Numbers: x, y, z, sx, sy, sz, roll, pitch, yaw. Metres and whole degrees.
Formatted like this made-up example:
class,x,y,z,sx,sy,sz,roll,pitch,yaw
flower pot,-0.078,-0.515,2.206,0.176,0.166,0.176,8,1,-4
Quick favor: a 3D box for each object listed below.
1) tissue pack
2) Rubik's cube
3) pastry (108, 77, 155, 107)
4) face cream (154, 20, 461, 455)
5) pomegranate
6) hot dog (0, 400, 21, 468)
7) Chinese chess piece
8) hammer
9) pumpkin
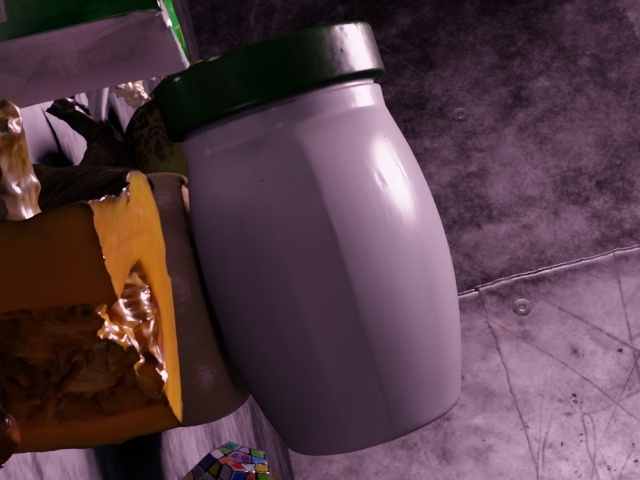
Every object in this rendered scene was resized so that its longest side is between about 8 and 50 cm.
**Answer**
class,x,y,z,sx,sy,sz,roll,pitch,yaw
tissue pack,-0.191,-0.207,0.945,0.156,0.148,0.209,75,0,-71
Rubik's cube,-0.093,0.268,1.361,0.093,0.111,0.111,-12,-87,65
pastry,-0.236,-0.261,1.355,0.121,0.089,0.258,70,3,-49
face cream,0.000,0.000,1.176,0.312,0.219,0.357,-22,95,-86
pomegranate,-0.120,-0.108,1.610,0.276,0.204,0.222,-10,118,-71
hot dog,-0.172,0.078,0.581,0.049,0.037,0.122,-59,154,-24
Chinese chess piece,-0.146,0.059,1.259,0.250,0.103,0.249,-16,90,-88
hammer,-0.193,-0.038,1.046,0.125,0.027,0.297,47,15,-18
pumpkin,-0.148,0.007,0.628,0.248,0.131,0.126,85,0,-61
